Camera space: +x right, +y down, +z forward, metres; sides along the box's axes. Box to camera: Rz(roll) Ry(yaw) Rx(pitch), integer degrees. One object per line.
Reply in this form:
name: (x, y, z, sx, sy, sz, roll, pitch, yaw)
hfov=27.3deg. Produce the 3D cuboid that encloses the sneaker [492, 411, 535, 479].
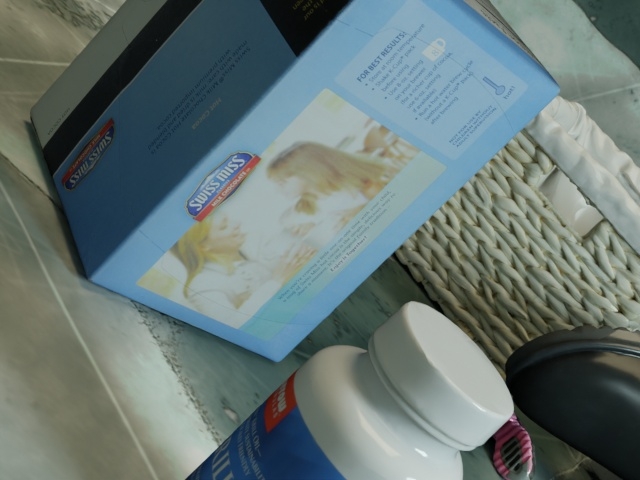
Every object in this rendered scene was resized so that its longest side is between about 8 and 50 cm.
sneaker: (0.205, 0.216, 1.372, 0.057, 0.047, 0.119, 48, 15, -28)

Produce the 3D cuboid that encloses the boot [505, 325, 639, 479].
boot: (0.360, 0.320, 1.263, 0.367, 0.146, 0.445, 17, 47, -16)

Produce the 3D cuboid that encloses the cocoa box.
cocoa box: (-0.030, -0.114, 1.087, 0.231, 0.347, 0.228, 28, 24, -43)

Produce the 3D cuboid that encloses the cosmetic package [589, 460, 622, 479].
cosmetic package: (0.428, 0.326, 1.505, 0.127, 0.107, 0.238, 20, 28, -49)

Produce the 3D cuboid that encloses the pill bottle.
pill bottle: (0.008, 0.142, 0.805, 0.124, 0.221, 0.124, 39, 18, -15)

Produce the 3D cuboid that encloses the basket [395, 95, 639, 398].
basket: (0.305, 0.009, 1.679, 0.328, 0.266, 0.331, 51, 20, 19)
